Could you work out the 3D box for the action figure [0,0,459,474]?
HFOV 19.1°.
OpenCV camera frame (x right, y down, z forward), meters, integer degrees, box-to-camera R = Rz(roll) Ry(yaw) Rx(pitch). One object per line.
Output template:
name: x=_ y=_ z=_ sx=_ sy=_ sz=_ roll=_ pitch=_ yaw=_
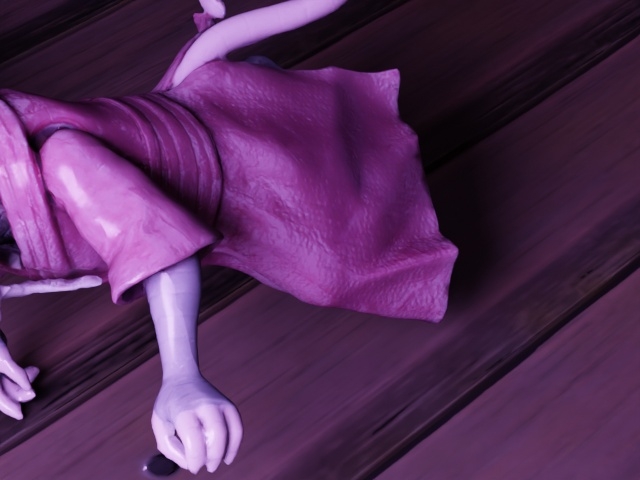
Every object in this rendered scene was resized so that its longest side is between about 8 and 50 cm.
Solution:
action figure: x=-0.084 y=-0.034 z=0.979 sx=0.248 sy=0.275 sz=0.370 roll=4 pitch=4 yaw=41
